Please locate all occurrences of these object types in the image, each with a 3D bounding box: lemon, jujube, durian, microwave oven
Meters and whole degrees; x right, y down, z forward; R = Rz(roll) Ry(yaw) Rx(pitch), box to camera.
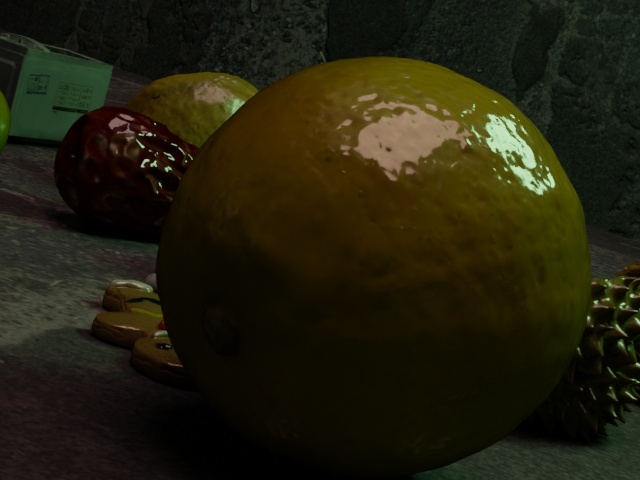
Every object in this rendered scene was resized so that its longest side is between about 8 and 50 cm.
[{"bbox_3d":[0.039,0.023,1.074,0.348,0.348,0.348,16,9,-3],"label":"lemon"},{"bbox_3d":[-0.221,-0.078,1.757,0.230,0.155,0.155,16,7,-45],"label":"jujube"},{"bbox_3d":[-0.180,-0.138,1.977,0.260,0.204,0.204,-19,9,3],"label":"lemon"},{"bbox_3d":[0.233,0.105,1.419,0.306,0.172,0.166,-12,27,-35],"label":"durian"},{"bbox_3d":[-0.458,-0.241,2.245,0.122,0.162,0.208,22,10,30],"label":"microwave oven"}]

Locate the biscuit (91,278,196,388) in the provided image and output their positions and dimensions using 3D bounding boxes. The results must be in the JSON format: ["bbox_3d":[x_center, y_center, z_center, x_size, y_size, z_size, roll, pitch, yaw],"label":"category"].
[{"bbox_3d":[-0.132,0.085,1.291,0.158,0.035,0.240,12,9,-12],"label":"biscuit"}]

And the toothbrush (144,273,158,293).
[{"bbox_3d":[-0.074,0.084,1.420,0.288,0.026,0.024,22,52,33],"label":"toothbrush"}]

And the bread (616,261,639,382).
[{"bbox_3d":[0.426,0.112,1.704,0.149,0.158,0.143,24,5,33],"label":"bread"}]

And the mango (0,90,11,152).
[{"bbox_3d":[-0.494,-0.151,1.699,0.273,0.149,0.185,17,14,40],"label":"mango"}]
